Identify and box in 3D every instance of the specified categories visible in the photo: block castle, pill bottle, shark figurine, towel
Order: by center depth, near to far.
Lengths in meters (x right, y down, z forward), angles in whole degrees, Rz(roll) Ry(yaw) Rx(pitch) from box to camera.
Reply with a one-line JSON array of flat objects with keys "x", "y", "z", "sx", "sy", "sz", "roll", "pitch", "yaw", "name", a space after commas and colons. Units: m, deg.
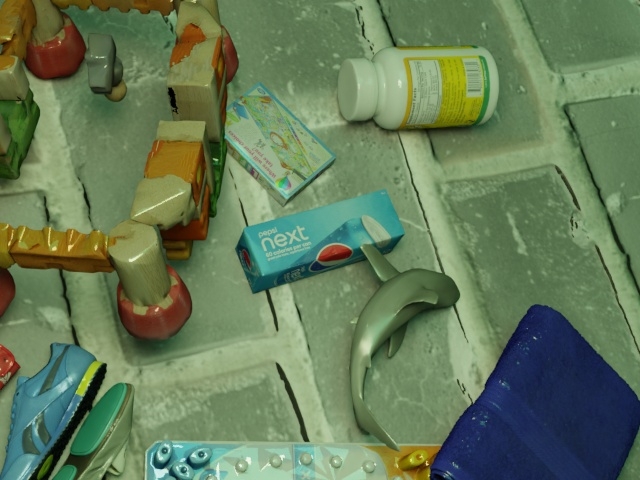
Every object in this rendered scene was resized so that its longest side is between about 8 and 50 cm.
[{"x": -0.270, "y": -0.110, "z": 1.266, "sx": 0.303, "sy": 0.213, "sz": 0.453, "roll": 4, "pitch": 59, "yaw": 5, "name": "block castle"}, {"x": 0.099, "y": 0.109, "z": 1.304, "sx": 0.166, "sy": 0.116, "sz": 0.278, "roll": 51, "pitch": 53, "yaw": -24, "name": "shark figurine"}, {"x": 0.274, "y": 0.255, "z": 1.319, "sx": 0.228, "sy": 0.076, "sz": 0.308, "roll": 47, "pitch": 55, "yaw": -9, "name": "towel"}, {"x": 0.136, "y": -0.216, "z": 1.484, "sx": 0.208, "sy": 0.117, "sz": 0.118, "roll": -5, "pitch": 68, "yaw": -18, "name": "pill bottle"}]

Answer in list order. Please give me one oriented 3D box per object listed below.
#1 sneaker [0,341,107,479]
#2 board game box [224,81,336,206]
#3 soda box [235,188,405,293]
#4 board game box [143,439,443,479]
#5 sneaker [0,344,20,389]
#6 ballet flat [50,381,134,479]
[{"x": -0.327, "y": 0.211, "z": 1.195, "sx": 0.082, "sy": 0.069, "sz": 0.209, "roll": 24, "pitch": 61, "yaw": 3, "name": "sneaker"}, {"x": -0.068, "y": -0.134, "z": 1.440, "sx": 0.154, "sy": 0.026, "sz": 0.103, "roll": 45, "pitch": 63, "yaw": 7, "name": "board game box"}, {"x": 0.000, "y": 0.000, "z": 1.378, "sx": 0.210, "sy": 0.067, "sz": 0.071, "roll": -16, "pitch": 72, "yaw": -21, "name": "soda box"}, {"x": -0.007, "y": 0.421, "z": 1.198, "sx": 0.389, "sy": 0.050, "sz": 0.390, "roll": 4, "pitch": 66, "yaw": -15, "name": "board game box"}, {"x": -0.385, "y": 0.191, "z": 1.175, "sx": 0.128, "sy": 0.087, "sz": 0.221, "roll": -23, "pitch": 76, "yaw": -22, "name": "sneaker"}, {"x": -0.263, "y": 0.264, "z": 1.196, "sx": 0.068, "sy": 0.072, "sz": 0.213, "roll": 46, "pitch": 60, "yaw": -27, "name": "ballet flat"}]
